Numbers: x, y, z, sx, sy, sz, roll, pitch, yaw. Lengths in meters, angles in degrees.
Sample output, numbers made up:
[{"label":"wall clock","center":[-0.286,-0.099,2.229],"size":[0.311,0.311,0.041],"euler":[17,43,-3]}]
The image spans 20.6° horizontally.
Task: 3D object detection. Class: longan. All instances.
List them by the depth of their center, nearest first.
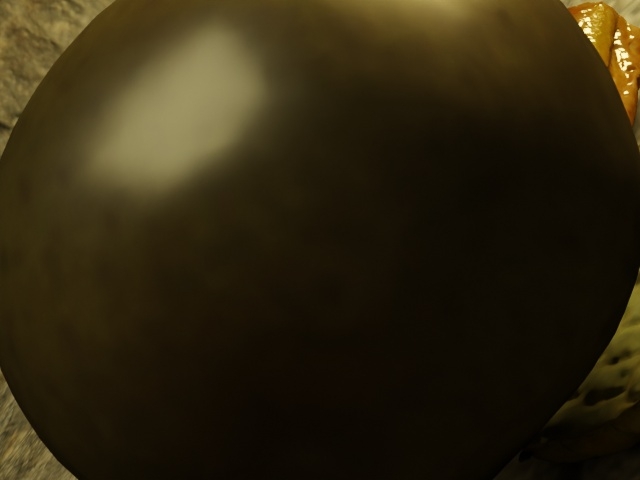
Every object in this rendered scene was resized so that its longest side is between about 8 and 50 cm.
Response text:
[{"label":"longan","center":[0.000,0.000,0.954],"size":[0.361,0.361,0.361],"euler":[-48,14,16]}]

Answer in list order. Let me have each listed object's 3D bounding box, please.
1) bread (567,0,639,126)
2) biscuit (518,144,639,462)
[{"label":"bread","center":[0.150,-0.064,1.188],"size":[0.139,0.077,0.271],"euler":[-55,3,35]},{"label":"biscuit","center":[0.170,0.036,1.021],"size":[0.187,0.036,0.273],"euler":[-40,18,39]}]
